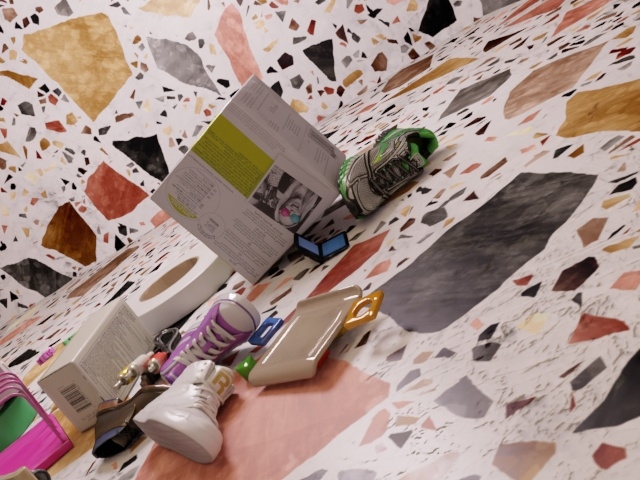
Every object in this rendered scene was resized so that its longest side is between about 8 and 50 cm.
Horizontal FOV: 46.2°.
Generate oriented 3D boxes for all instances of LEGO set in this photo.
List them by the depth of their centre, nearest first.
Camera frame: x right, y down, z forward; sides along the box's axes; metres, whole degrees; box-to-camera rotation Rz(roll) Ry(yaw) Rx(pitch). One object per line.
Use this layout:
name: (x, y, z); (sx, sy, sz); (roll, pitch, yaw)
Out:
LEGO set: (-0.713, 0.305, 2.208); (0.227, 0.087, 0.093); (-42, 3, -26)

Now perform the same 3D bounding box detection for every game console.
game console: (0.000, 0.000, 1.723); (0.071, 0.107, 0.122); (-60, 10, 13)

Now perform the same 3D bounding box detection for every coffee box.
coffee box: (-0.171, -0.163, 1.916); (0.334, 0.338, 0.338); (-46, 11, 20)

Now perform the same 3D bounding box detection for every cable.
cable: (-0.365, 0.249, 1.716); (0.139, 0.072, 0.287); (-24, 18, 15)

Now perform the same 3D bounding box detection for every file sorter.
file sorter: (-0.711, 0.429, 1.674); (0.202, 0.182, 0.290); (-40, 17, -22)

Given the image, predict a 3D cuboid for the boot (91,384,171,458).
boot: (-0.346, 0.348, 1.432); (0.219, 0.082, 0.106); (-22, 42, 26)

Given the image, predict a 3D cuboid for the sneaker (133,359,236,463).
sneaker: (-0.204, 0.272, 1.266); (0.169, 0.108, 0.292); (-46, 18, -25)

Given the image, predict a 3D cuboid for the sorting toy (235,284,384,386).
sorting toy: (-0.018, 0.173, 1.297); (0.347, 0.047, 0.196); (-21, 27, 47)

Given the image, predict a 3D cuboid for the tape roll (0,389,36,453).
tape roll: (-0.904, 0.522, 1.987); (0.321, 0.077, 0.321); (-31, 16, 10)

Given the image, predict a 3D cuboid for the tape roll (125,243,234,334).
tape roll: (-0.411, 0.135, 2.143); (0.392, 0.072, 0.392); (-31, 17, 11)

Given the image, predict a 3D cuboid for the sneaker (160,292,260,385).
sneaker: (-0.223, 0.216, 1.464); (0.282, 0.102, 0.161); (-44, 8, 47)

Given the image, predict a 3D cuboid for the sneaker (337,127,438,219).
sneaker: (0.163, -0.179, 1.804); (0.146, 0.134, 0.343); (-7, 34, 45)

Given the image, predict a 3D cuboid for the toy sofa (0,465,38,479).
toy sofa: (-0.523, 0.519, 1.103); (0.177, 0.150, 0.362); (-23, 19, 37)

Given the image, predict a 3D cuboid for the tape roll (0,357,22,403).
tape roll: (-0.916, 0.346, 1.942); (0.169, 0.246, 0.246); (-39, 17, -20)

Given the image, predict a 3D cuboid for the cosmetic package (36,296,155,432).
cosmetic package: (-0.510, 0.281, 1.754); (0.113, 0.160, 0.309); (-30, 15, 16)

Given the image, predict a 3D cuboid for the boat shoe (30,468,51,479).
boat shoe: (-0.571, 0.500, 1.333); (0.104, 0.113, 0.306); (-26, 1, 7)
